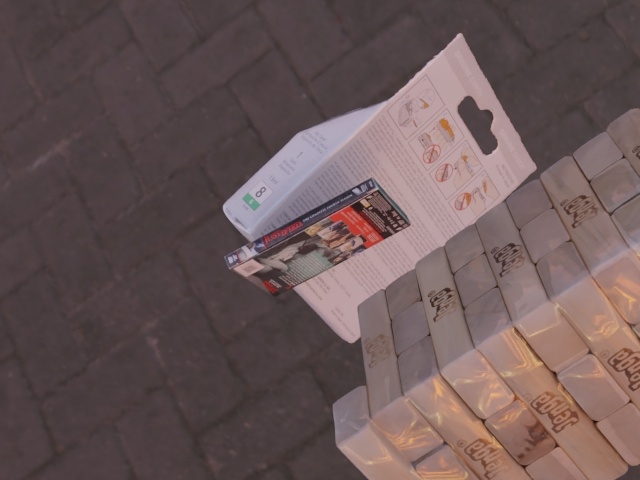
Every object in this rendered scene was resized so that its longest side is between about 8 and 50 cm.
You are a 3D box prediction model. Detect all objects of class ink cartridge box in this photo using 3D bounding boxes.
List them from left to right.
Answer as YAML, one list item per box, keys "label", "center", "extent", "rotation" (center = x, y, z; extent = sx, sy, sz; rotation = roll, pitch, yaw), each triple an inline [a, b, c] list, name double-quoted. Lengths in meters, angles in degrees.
- label: "ink cartridge box"
  center: [0.054, -0.044, 0.934]
  extent: [0.224, 0.181, 0.056]
  rotation: [-45, 45, -5]

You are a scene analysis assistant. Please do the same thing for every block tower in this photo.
- label: "block tower"
  center: [0.160, -0.007, 0.448]
  extent: [0.335, 0.091, 0.097]
  rotation: [-36, 22, 14]

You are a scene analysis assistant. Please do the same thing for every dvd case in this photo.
- label: "dvd case"
  center: [0.000, 0.000, 0.821]
  extent: [0.119, 0.087, 0.013]
  rotation: [-29, 66, 11]
